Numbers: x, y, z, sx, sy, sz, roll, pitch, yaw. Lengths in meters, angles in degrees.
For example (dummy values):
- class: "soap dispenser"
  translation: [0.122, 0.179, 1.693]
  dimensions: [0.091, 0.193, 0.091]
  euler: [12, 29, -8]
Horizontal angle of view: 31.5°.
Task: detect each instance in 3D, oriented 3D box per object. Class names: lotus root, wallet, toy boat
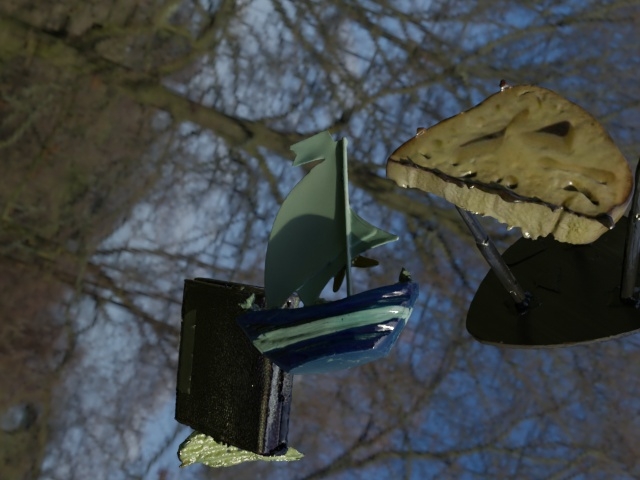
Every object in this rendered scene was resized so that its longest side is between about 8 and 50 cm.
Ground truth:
- class: "lotus root"
  translation: [0.225, -0.093, 1.282]
  dimensions: [0.170, 0.260, 0.074]
  euler: [-61, 166, -20]
- class: "wallet"
  translation: [-0.120, 0.168, 1.576]
  dimensions: [0.262, 0.071, 0.221]
  euler: [5, -87, 52]
- class: "toy boat"
  translation: [0.000, 0.000, 1.273]
  dimensions: [0.220, 0.067, 0.291]
  euler: [-14, -114, 23]

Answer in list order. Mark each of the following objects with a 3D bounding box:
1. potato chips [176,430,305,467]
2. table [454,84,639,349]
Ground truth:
- class: "potato chips"
  translation: [-0.124, 0.327, 1.799]
  dimensions: [0.028, 0.207, 0.092]
  euler: [-101, -167, -52]
- class: "table"
  translation: [0.312, -0.026, 1.548]
  dimensions: [0.317, 0.317, 0.249]
  euler: [-86, 159, -54]
